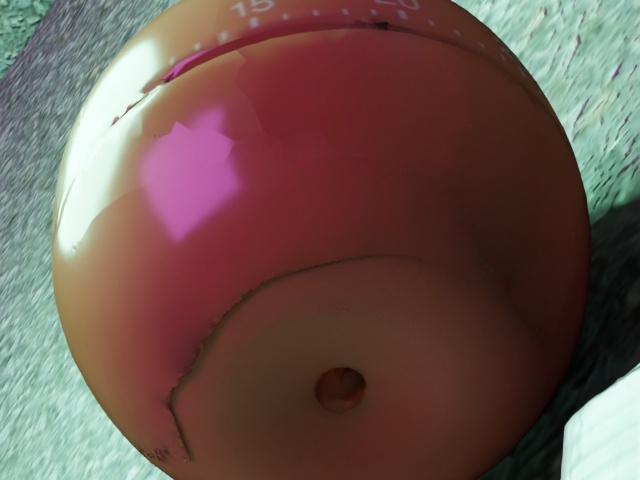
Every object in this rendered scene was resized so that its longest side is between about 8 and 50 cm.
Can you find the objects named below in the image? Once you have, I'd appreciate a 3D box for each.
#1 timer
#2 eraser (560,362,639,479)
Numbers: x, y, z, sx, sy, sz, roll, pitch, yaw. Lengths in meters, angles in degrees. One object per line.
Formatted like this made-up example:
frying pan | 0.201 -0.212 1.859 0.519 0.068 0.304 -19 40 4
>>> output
timer | 0.000 0.000 0.789 0.230 0.229 0.215 -51 25 26
eraser | 0.116 0.140 0.456 0.068 0.124 0.210 -41 28 42
